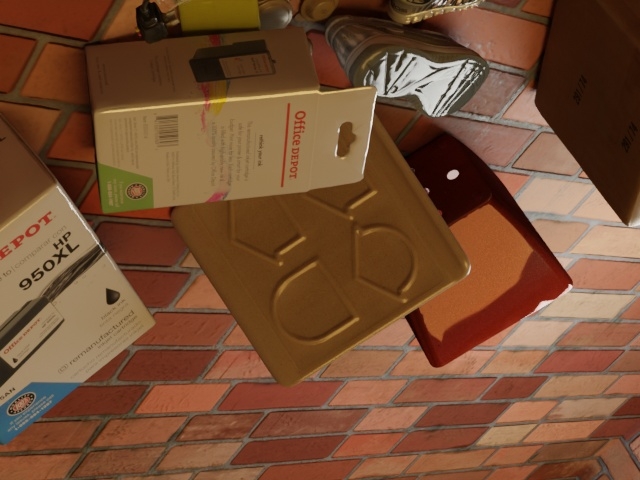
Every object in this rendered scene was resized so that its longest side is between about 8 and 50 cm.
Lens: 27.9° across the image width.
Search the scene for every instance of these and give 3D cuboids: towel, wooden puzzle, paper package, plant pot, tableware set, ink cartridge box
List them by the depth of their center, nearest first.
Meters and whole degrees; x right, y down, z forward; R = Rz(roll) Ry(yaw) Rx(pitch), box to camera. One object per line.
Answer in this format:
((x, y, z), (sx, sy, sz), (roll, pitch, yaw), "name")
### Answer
((-0.023, -0.327, 1.662), (0.141, 0.020, 0.169), (-10, 145, -27), "tableware set")
((-0.117, -0.158, 1.668), (0.353, 0.119, 0.207), (-6, 144, -11), "ink cartridge box")
((-0.122, -0.241, 1.680), (0.102, 0.021, 0.237), (-8, 146, -2), "towel")
((-0.427, 0.062, 1.709), (0.285, 0.166, 0.395), (-39, 149, -10), "ink cartridge box")
((0.480, -0.232, 1.919), (0.168, 0.309, 0.325), (-19, 146, -16), "paper package")
((0.000, 0.000, 1.926), (0.347, 0.322, 0.080), (-33, -177, 9), "wooden puzzle")
((0.207, -0.006, 2.094), (0.267, 0.267, 0.236), (-32, 135, 4), "plant pot")

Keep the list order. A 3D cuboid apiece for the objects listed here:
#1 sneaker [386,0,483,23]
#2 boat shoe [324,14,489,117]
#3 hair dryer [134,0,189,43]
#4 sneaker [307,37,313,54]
((0.169, -0.349, 1.740), (0.170, 0.063, 0.075), (-20, 154, -5), "sneaker")
((0.129, -0.252, 1.819), (0.320, 0.103, 0.118), (1, 135, -51), "boat shoe")
((-0.170, -0.351, 1.386), (0.223, 0.080, 0.293), (-45, 161, 0), "hair dryer")
((-0.062, -0.226, 1.752), (0.067, 0.042, 0.118), (-4, 134, -39), "sneaker")
